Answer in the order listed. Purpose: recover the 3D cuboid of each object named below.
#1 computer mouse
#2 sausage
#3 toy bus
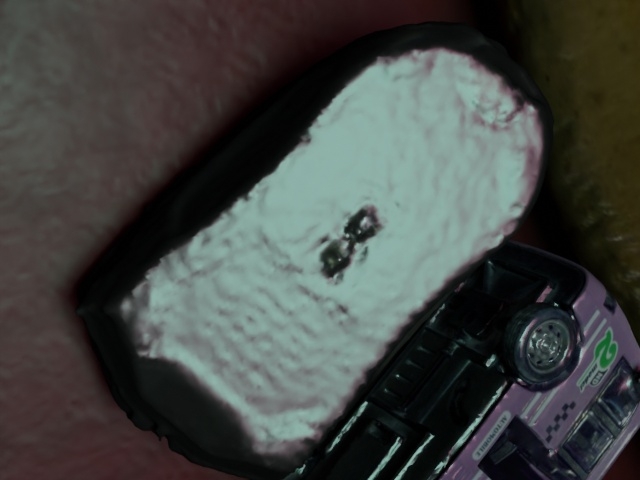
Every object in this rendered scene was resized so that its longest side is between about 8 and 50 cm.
[{"bbox_3d":[0.000,0.000,0.518,0.217,0.073,0.122,-45,101,-4],"label":"computer mouse"},{"bbox_3d":[0.205,0.037,0.601,0.136,0.123,0.501,-50,120,-47],"label":"sausage"},{"bbox_3d":[0.060,0.101,0.552,0.199,0.096,0.108,-50,119,-9],"label":"toy bus"}]
